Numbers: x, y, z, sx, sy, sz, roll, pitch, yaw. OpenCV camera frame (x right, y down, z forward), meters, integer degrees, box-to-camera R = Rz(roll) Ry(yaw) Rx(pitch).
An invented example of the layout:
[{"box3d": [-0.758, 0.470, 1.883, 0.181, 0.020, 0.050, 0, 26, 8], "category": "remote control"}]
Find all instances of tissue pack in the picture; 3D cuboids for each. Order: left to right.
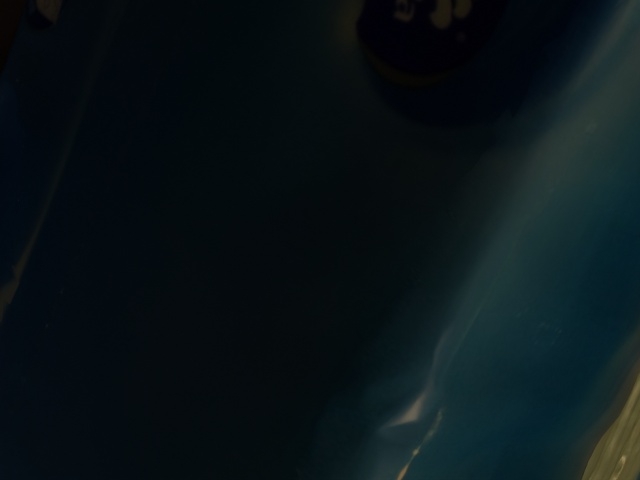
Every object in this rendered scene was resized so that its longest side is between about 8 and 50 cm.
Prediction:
[{"box3d": [0.000, 0.000, 0.487, 0.146, 0.198, 0.263, 13, 107, -49], "category": "tissue pack"}]

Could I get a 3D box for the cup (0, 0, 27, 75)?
[{"box3d": [-0.145, -0.063, 0.596, 0.133, 0.136, 0.099, -36, -166, 53], "category": "cup"}]
